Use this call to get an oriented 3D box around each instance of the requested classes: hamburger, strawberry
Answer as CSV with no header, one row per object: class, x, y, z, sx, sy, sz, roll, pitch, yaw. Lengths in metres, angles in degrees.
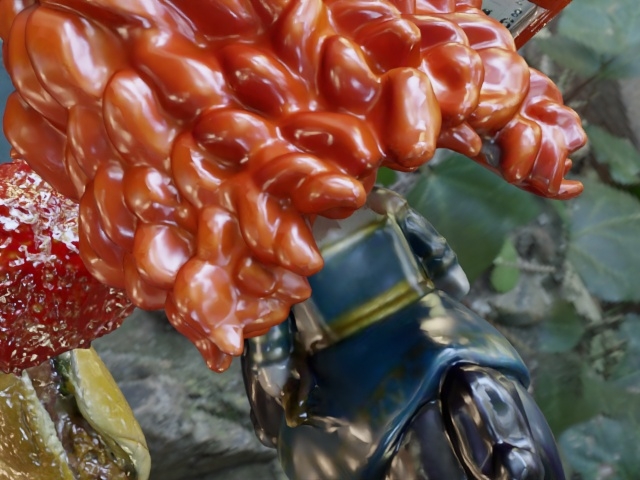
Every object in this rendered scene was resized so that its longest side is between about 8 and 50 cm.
hamburger,-0.287,0.198,1.368,0.245,0.282,0.155,38,51,13
strawberry,-0.181,0.013,0.854,0.187,0.082,0.146,-9,83,-22

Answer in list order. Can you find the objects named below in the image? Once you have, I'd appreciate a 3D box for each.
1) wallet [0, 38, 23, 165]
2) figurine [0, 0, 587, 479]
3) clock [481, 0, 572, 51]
wallet,-0.304,-0.228,1.202,0.252,0.083,0.360,35,82,-36
figurine,0.003,0.007,0.642,0.241,0.306,0.411,-23,117,-3
clock,0.186,-0.260,1.403,0.113,0.155,0.061,23,46,-25
